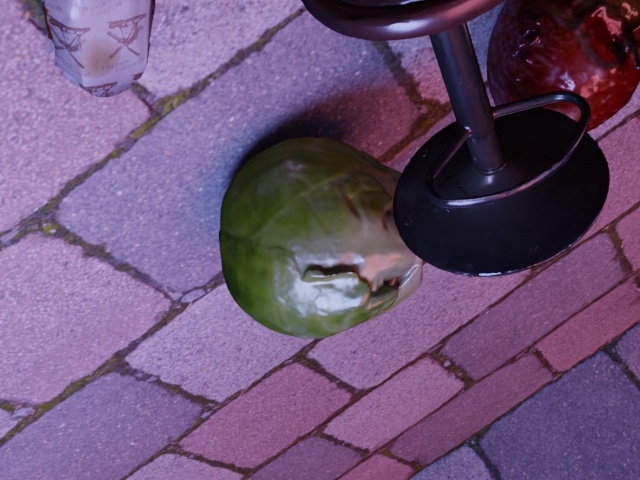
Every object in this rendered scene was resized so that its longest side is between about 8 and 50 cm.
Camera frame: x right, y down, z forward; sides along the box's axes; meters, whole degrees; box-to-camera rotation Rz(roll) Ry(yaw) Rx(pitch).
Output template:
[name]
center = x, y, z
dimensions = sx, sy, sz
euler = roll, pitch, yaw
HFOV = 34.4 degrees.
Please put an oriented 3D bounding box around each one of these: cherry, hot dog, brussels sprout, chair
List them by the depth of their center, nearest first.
[hot dog]
center = -0.181, -0.193, 0.863
dimensions = 0.099, 0.053, 0.192
euler = -20, 152, -19
[chair]
center = 0.115, -0.171, 0.912
dimensions = 0.226, 0.226, 0.401
euler = -31, 136, -2
[brussels sprout]
center = 0.000, 0.000, 1.163
dimensions = 0.244, 0.244, 0.244
euler = -24, 151, -14
[cherry]
center = 0.274, -0.199, 1.166
dimensions = 0.175, 0.192, 0.250
euler = 12, 149, -4
